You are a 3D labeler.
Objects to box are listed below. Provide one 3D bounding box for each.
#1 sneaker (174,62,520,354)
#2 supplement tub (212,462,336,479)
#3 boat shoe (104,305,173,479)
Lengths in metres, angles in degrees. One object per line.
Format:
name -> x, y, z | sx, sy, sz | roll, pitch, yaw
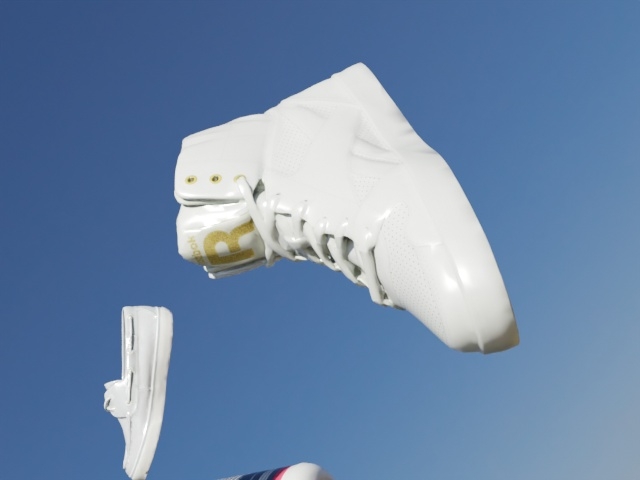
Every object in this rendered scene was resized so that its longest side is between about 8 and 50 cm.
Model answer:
sneaker -> 0.000, 0.000, 0.794 | 0.169, 0.292, 0.108 | -21, -56, -7
supplement tub -> -0.106, 0.375, 1.496 | 0.272, 0.191, 0.191 | -14, -11, 20
boat shoe -> -0.195, 0.157, 1.334 | 0.066, 0.063, 0.184 | 152, 126, -74
